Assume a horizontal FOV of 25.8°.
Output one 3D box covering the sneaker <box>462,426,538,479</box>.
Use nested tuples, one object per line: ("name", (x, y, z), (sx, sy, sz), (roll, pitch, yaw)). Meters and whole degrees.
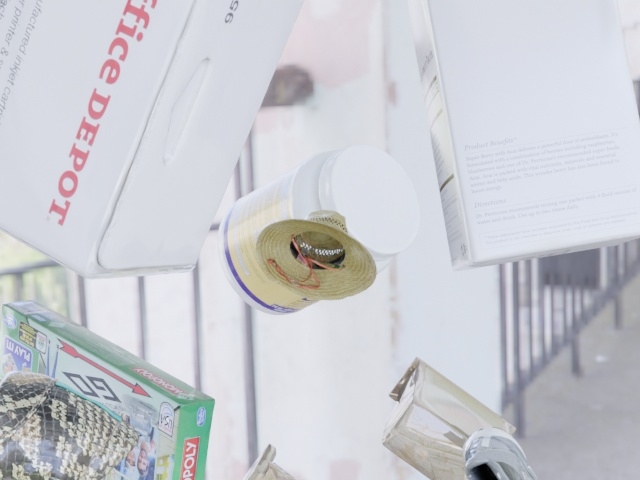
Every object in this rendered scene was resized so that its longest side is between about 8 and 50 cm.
("sneaker", (0.229, 0.321, 1.541), (0.086, 0.229, 0.132), (-41, -2, 17))

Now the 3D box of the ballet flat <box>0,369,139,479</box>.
("ballet flat", (-0.267, 0.349, 1.124), (0.182, 0.483, 0.164), (21, 2, -2))

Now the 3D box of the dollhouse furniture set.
("dollhouse furniture set", (0.073, 0.377, 1.827), (0.362, 0.394, 0.256), (35, 9, 2))

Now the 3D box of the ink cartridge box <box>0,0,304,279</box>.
("ink cartridge box", (-0.243, -0.177, 1.157), (0.395, 0.286, 0.166), (28, 13, 23))

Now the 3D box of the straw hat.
("straw hat", (0.000, 0.000, 1.524), (0.144, 0.144, 0.061), (2, 50, 22))

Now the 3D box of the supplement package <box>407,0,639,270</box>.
("supplement package", (0.194, -0.130, 1.333), (0.177, 0.293, 0.175), (-9, -4, -1))

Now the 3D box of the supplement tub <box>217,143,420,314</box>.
("supplement tub", (-0.005, -0.020, 2.519), (0.241, 0.241, 0.331), (-13, -10, -43))

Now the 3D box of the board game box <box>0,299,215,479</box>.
("board game box", (-0.231, 0.208, 1.412), (0.046, 0.214, 0.317), (-4, 18, -43))
